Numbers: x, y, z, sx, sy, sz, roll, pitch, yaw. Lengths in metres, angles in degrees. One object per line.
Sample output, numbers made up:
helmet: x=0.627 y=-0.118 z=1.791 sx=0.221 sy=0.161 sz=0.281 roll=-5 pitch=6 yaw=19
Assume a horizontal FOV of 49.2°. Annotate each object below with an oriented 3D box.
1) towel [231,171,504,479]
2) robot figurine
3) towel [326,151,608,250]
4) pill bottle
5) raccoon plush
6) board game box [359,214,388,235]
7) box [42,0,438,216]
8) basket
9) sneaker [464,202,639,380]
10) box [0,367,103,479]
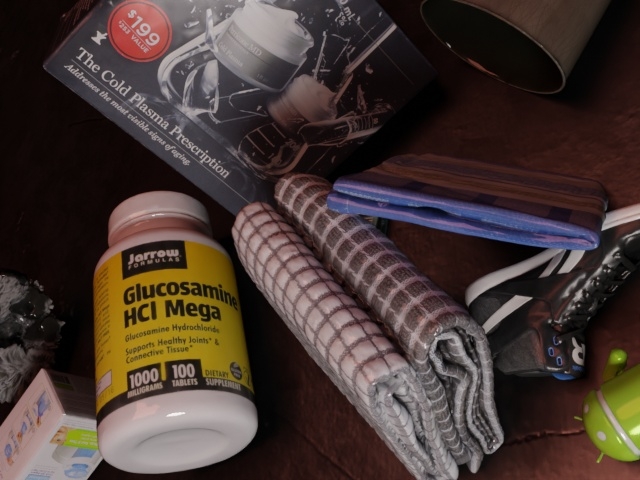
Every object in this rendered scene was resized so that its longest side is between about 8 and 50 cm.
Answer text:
towel: x=0.056 y=0.089 z=0.657 sx=0.121 sy=0.284 sz=0.235 roll=-39 pitch=50 yaw=-8
robot figurine: x=0.273 y=0.141 z=0.589 sx=0.115 sy=0.067 sz=0.101 roll=-37 pitch=40 yaw=20
towel: x=0.145 y=-0.041 z=0.626 sx=0.209 sy=0.285 sz=0.034 roll=12 pitch=105 yaw=20
pill bottle: x=-0.195 y=0.107 z=0.901 sx=0.187 sy=0.188 sz=0.334 roll=-31 pitch=53 yaw=23
raccoon plush: x=-0.638 y=0.168 z=1.108 sx=0.299 sy=0.446 sz=0.216 roll=-4 pitch=98 yaw=38
board game box: x=0.000 y=0.000 z=0.907 sx=0.186 sy=0.026 sz=0.126 roll=-1 pitch=69 yaw=38
box: x=-0.093 y=-0.239 z=0.863 sx=0.312 sy=0.343 sz=0.179 roll=-42 pitch=32 yaw=15
basket: x=0.254 y=-0.303 z=0.771 sx=0.227 sy=0.154 sz=0.204 roll=-52 pitch=44 yaw=1
sneaker: x=0.246 y=0.062 z=0.652 sx=0.216 sy=0.079 sz=0.121 roll=-33 pitch=55 yaw=33
box: x=-0.398 y=0.304 z=1.019 sx=0.203 sy=0.114 sz=0.103 roll=-52 pitch=48 yaw=6
